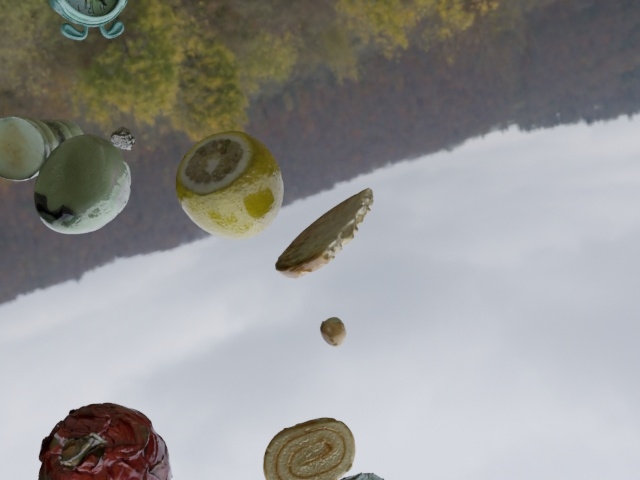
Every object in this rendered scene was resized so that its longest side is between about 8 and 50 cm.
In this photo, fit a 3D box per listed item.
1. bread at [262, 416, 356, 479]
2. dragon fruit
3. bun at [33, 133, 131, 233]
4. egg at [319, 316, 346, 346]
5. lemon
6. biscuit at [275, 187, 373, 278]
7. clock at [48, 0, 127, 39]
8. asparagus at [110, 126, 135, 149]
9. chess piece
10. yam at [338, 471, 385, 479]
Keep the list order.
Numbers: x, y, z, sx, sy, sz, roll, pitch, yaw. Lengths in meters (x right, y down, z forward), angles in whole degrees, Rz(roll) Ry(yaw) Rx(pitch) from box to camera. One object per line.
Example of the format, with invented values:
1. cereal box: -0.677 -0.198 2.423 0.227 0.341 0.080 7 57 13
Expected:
1. bread: -0.016 0.345 1.235 0.149 0.122 0.073 -15 169 -7
2. dragon fruit: -0.440 0.487 1.634 0.277 0.342 0.277 -6 -134 6
3. bun: -0.606 -0.133 2.076 0.283 0.283 0.179 -12 153 22
4. egg: 0.037 0.251 2.159 0.071 0.083 0.071 -23 163 -8
5. lemon: -0.196 -0.112 1.805 0.240 0.219 0.240 -13 -131 16
6. biscuit: 0.000 0.000 1.692 0.204 0.040 0.309 -27 -164 34
7. clock: -0.422 -0.452 1.408 0.148 0.188 0.060 -12 -171 -38
8. asparagus: -0.275 -0.143 1.105 0.027 0.034 0.236 -51 -164 -2
9. chess piece: -0.793 -0.276 2.263 0.182 0.182 0.330 -14 -171 12
10. yam: 0.020 0.717 2.010 0.348 0.241 0.241 -29 -178 35
